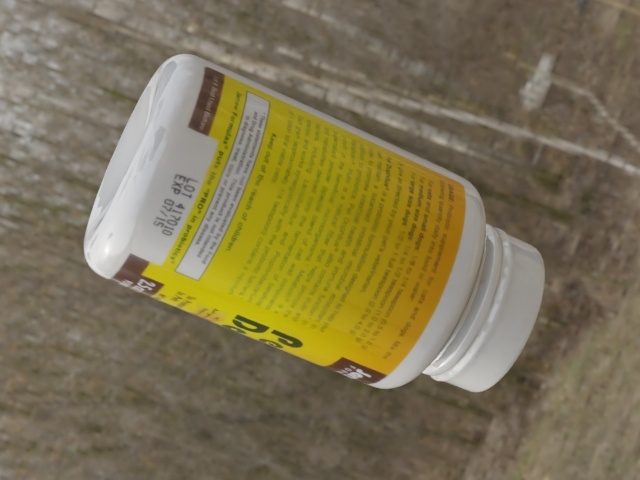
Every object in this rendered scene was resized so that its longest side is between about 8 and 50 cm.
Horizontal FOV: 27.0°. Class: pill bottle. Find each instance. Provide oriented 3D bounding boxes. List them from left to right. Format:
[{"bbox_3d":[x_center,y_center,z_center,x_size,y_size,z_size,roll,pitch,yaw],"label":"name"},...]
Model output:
[{"bbox_3d":[0.000,0.000,0.667,0.117,0.215,0.117,-58,17,29],"label":"pill bottle"}]
